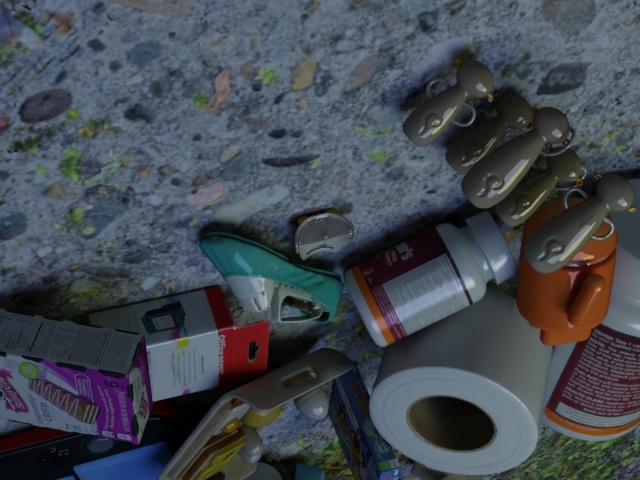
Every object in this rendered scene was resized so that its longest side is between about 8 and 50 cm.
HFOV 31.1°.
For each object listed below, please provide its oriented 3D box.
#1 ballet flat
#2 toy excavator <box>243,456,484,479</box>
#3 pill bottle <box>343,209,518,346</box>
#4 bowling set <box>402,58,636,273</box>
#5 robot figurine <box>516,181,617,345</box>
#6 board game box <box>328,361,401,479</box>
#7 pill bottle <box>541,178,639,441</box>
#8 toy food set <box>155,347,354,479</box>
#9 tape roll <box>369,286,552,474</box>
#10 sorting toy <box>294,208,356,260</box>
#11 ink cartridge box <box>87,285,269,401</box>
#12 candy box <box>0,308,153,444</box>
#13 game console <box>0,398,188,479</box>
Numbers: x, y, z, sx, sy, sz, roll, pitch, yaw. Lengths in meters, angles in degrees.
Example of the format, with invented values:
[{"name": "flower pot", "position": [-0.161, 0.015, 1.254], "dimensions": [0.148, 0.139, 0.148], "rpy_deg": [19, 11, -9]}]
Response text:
[{"name": "ballet flat", "position": [-0.060, 0.061, 1.521], "dimensions": [0.083, 0.087, 0.247], "rpy_deg": [-9, 158, 43]}, {"name": "toy excavator", "position": [0.045, 0.507, 1.971], "dimensions": [0.445, 0.433, 0.222], "rpy_deg": [15, 134, -1]}, {"name": "pill bottle", "position": [0.153, 0.050, 1.602], "dimensions": [0.221, 0.121, 0.121], "rpy_deg": [-27, 142, 3]}, {"name": "bowling set", "position": [0.249, -0.115, 1.456], "dimensions": [0.154, 0.200, 0.287], "rpy_deg": [-43, 96, 16]}, {"name": "robot figurine", "position": [0.330, 0.036, 1.539], "dimensions": [0.128, 0.158, 0.219], "rpy_deg": [13, 124, 22]}, {"name": "board game box", "position": [0.065, 0.310, 1.796], "dimensions": [0.035, 0.201, 0.136], "rpy_deg": [-11, 141, -16]}, {"name": "pill bottle", "position": [0.450, 0.108, 1.738], "dimensions": [0.224, 0.224, 0.392], "rpy_deg": [-8, 140, -18]}, {"name": "toy food set", "position": [-0.097, 0.291, 1.702], "dimensions": [0.220, 0.092, 0.306], "rpy_deg": [-20, 154, -51]}, {"name": "tape roll", "position": [0.208, 0.205, 1.688], "dimensions": [0.246, 0.169, 0.246], "rpy_deg": [11, 135, 11]}, {"name": "sorting toy", "position": [0.000, 0.000, 1.534], "dimensions": [0.083, 0.045, 0.075], "rpy_deg": [-14, 148, -11]}, {"name": "ink cartridge box", "position": [-0.191, 0.144, 1.571], "dimensions": [0.231, 0.078, 0.134], "rpy_deg": [-11, 141, -15]}, {"name": "candy box", "position": [-0.338, 0.170, 1.454], "dimensions": [0.233, 0.071, 0.159], "rpy_deg": [10, 139, 6]}, {"name": "game console", "position": [-0.355, 0.391, 1.794], "dimensions": [0.342, 0.060, 0.386], "rpy_deg": [-18, 141, -7]}]
